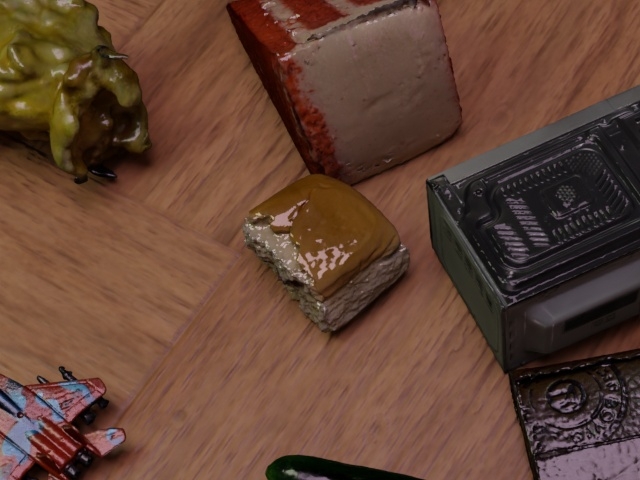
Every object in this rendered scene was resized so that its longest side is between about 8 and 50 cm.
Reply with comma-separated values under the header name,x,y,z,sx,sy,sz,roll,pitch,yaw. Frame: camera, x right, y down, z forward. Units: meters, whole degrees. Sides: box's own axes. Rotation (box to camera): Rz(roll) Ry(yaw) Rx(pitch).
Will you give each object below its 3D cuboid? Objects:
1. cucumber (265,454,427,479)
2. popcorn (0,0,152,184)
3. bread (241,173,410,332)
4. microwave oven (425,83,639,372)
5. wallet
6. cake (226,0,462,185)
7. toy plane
name,x,y,z,sx,sy,sz,roll,pitch,yaw
cucumber,0.093,0.213,1.025,0.284,0.056,0.056,16,62,12
popcorn,-0.255,-0.147,1.233,0.168,0.173,0.195,-1,38,-44
bread,0.001,0.001,1.151,0.106,0.082,0.125,-42,59,-9
microwave oven,0.211,-0.011,1.104,0.208,0.122,0.162,-24,57,-6
wallet,0.279,0.136,1.053,0.243,0.039,0.132,-11,57,2
cake,0.023,-0.161,1.268,0.158,0.159,0.262,-23,24,-5
toy plane,-0.256,0.142,1.117,0.189,0.061,0.130,30,68,28
